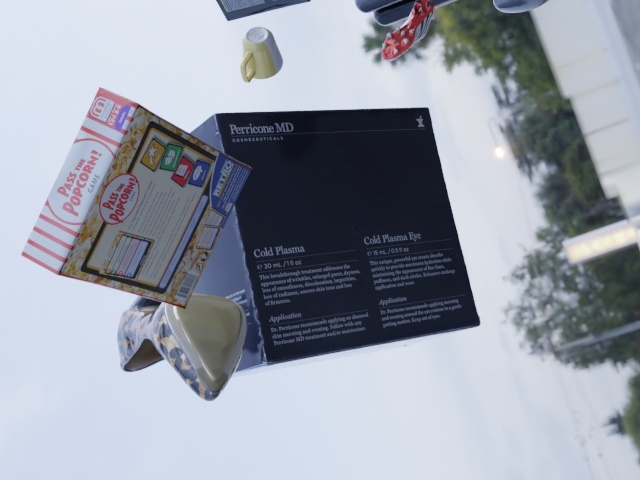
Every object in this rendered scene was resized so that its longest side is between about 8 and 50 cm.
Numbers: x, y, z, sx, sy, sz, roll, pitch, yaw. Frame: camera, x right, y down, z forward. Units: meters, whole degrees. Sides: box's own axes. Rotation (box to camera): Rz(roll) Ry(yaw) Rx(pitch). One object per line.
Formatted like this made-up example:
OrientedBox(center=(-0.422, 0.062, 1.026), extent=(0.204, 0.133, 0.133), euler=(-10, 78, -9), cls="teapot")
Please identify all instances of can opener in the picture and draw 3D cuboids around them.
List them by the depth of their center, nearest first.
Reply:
OrientedBox(center=(0.163, -0.300, 1.222), extent=(0.076, 0.283, 0.095), euler=(23, -115, -44), cls="can opener")

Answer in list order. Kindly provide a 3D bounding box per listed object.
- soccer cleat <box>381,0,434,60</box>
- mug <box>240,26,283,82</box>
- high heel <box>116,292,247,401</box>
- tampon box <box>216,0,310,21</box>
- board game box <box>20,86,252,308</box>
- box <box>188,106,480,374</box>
OrientedBox(center=(0.094, -0.216, 1.078), extent=(0.083, 0.029, 0.035), euler=(-56, -29, -13), cls="soccer cleat")
OrientedBox(center=(-0.090, -0.279, 1.539), extent=(0.064, 0.062, 0.078), euler=(80, -177, -57), cls="mug")
OrientedBox(center=(-0.154, 0.127, 1.072), extent=(0.093, 0.186, 0.261), euler=(15, -153, -25), cls="high heel")
OrientedBox(center=(-0.087, -0.438, 1.653), extent=(0.101, 0.161, 0.120), euler=(60, -141, -35), cls="tampon box")
OrientedBox(center=(-0.147, -0.028, 0.873), extent=(0.146, 0.045, 0.193), euler=(-65, -26, -1), cls="board game box")
OrientedBox(center=(0.000, 0.000, 1.369), extent=(0.343, 0.179, 0.312), euler=(-5, -100, -33), cls="box")
